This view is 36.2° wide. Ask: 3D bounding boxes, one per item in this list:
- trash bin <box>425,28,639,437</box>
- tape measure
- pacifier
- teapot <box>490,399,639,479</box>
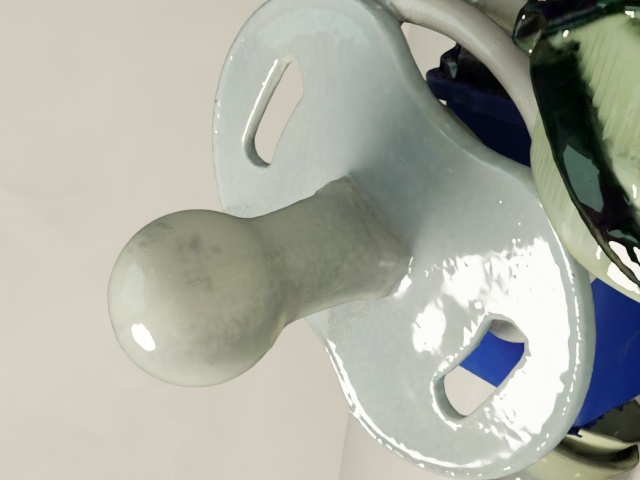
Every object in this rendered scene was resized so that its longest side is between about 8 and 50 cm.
[{"bbox_3d":[0.169,-0.013,0.606,0.184,0.163,0.234,29,126,47],"label":"trash bin"},{"bbox_3d":[0.173,-0.034,0.332,0.235,0.207,0.115,-83,5,-62],"label":"tape measure"},{"bbox_3d":[0.000,0.000,0.506,0.299,0.233,0.244,51,142,22],"label":"pacifier"},{"bbox_3d":[0.138,0.214,0.721,0.183,0.184,0.250,-90,19,-68],"label":"teapot"}]
